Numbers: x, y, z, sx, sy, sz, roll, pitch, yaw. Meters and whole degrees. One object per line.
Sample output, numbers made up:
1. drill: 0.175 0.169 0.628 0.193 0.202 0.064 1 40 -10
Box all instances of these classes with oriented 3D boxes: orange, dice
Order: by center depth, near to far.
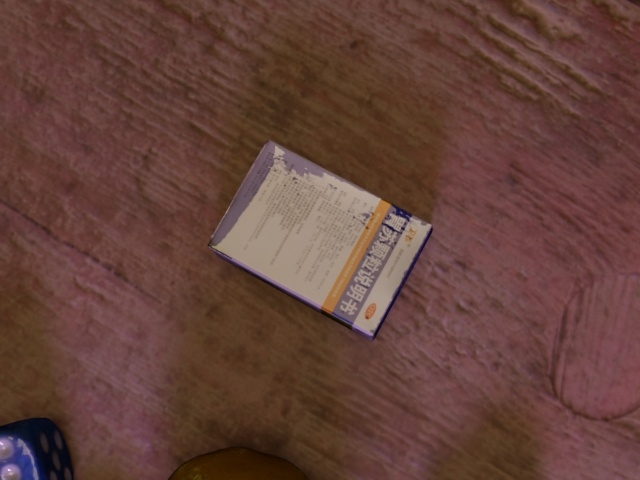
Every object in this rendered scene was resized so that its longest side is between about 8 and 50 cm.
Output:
1. orange: -0.116 0.438 1.433 0.279 0.235 0.278 2 83 -13
2. dice: -0.468 0.354 1.508 0.147 0.146 0.143 -20 82 2

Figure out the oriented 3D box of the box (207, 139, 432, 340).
1. box: 0.000 0.000 1.580 0.300 0.106 0.200 28 82 5
